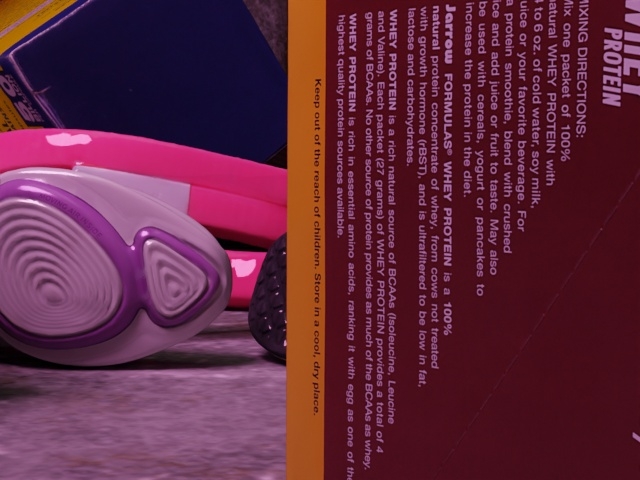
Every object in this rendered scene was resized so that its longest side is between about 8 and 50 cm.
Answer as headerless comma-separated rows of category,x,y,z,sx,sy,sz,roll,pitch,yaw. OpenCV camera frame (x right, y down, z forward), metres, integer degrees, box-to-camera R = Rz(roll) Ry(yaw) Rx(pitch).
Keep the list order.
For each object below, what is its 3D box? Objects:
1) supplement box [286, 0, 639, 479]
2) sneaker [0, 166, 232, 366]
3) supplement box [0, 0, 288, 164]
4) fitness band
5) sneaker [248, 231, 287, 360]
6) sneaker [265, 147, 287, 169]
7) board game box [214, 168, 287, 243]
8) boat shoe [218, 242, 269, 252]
supplement box,0.100,0.005,0.433,0.129,0.191,0.194,-3,5,-43
sneaker,-0.193,0.010,0.842,0.305,0.114,0.152,2,5,15
supplement box,-0.204,-0.129,1.212,0.195,0.194,0.356,-39,22,-21
fitness band,-0.113,-0.009,0.956,0.291,0.054,0.209,12,-18,-16
sneaker,0.050,0.049,0.786,0.097,0.084,0.235,27,-12,-36
sneaker,-0.111,-0.058,1.361,0.135,0.097,0.276,-17,-20,-42
board game box,-0.085,-0.018,1.253,0.126,0.026,0.186,-20,-7,-12
boat shoe,0.000,0.000,1.276,0.233,0.079,0.084,-5,8,-22
